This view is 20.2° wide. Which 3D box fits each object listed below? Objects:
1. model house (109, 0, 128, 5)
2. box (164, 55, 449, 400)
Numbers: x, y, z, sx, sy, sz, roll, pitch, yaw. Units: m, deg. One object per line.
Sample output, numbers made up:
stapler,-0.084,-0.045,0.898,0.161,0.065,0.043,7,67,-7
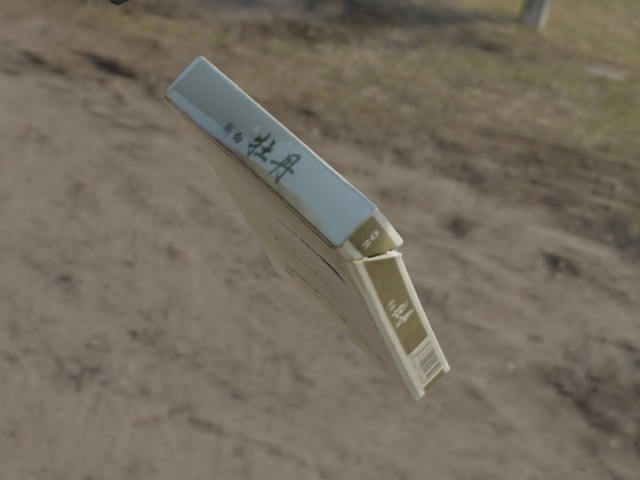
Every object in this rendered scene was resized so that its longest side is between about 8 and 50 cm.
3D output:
model house,-0.089,-0.281,0.987,0.241,0.261,0.226,-33,26,-5
box,0.000,0.000,0.807,0.109,0.029,0.198,42,-9,25
